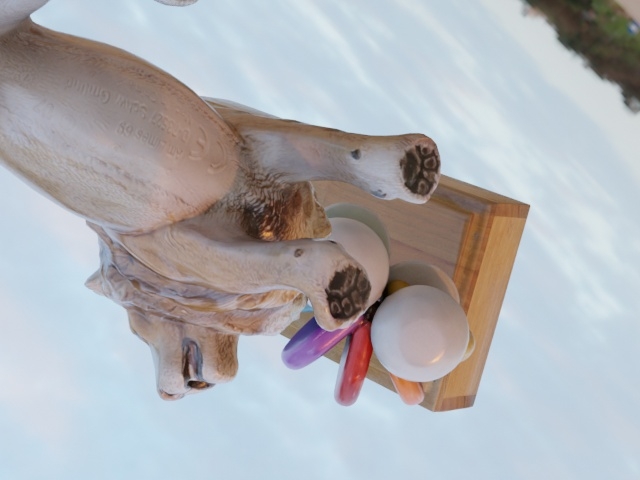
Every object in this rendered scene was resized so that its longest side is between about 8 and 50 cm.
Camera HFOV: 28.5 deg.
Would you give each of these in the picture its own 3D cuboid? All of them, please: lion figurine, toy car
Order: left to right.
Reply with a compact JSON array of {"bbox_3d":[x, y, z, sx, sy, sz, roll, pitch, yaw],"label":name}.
[{"bbox_3d":[-0.109,-0.050,0.585,0.240,0.142,0.392,8,154,44],"label":"lion figurine"},{"bbox_3d":[0.028,0.060,1.013,0.182,0.136,0.159,40,-171,-4],"label":"toy car"}]

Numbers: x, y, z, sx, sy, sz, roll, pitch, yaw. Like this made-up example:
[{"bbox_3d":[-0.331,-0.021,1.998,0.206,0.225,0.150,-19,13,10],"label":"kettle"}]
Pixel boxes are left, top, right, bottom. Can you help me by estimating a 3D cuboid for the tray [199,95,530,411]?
[{"bbox_3d":[0.000,0.000,1.283,0.411,0.203,0.076,23,-166,37],"label":"tray"}]
